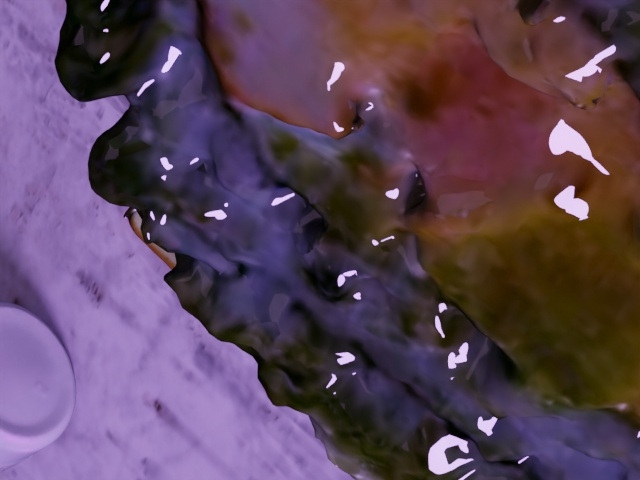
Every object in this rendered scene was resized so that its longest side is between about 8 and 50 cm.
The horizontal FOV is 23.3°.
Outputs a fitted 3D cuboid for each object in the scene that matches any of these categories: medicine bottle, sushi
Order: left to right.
[{"bbox_3d":[-0.258,0.121,0.936,0.260,0.095,0.095,-29,72,38],"label":"medicine bottle"},{"bbox_3d":[0.098,-0.038,0.500,0.352,0.178,0.294,36,128,1],"label":"sushi"}]

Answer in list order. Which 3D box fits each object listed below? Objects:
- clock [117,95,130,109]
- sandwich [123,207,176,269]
[{"bbox_3d":[-0.069,-0.126,0.802,0.087,0.041,0.129,40,107,39],"label":"clock"},{"bbox_3d":[0.000,0.000,0.764,0.163,0.113,0.079,43,122,-8],"label":"sandwich"}]
